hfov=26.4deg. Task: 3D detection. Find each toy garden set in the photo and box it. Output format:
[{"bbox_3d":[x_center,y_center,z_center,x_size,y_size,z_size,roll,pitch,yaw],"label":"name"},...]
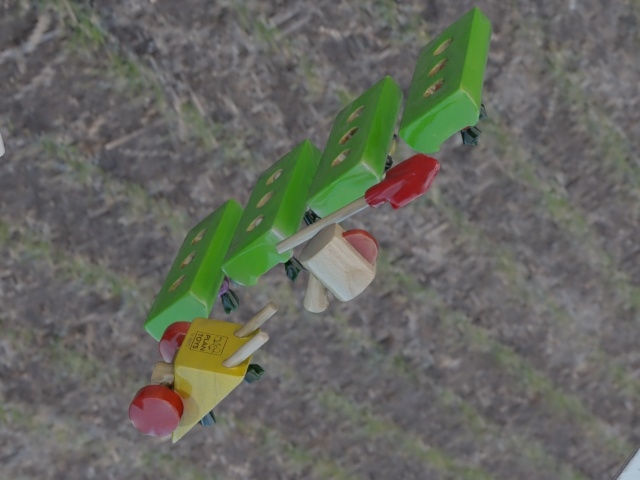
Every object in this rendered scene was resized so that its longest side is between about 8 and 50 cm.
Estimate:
[{"bbox_3d":[0.000,0.000,0.749,0.244,0.203,0.049,-36,109,28],"label":"toy garden set"}]

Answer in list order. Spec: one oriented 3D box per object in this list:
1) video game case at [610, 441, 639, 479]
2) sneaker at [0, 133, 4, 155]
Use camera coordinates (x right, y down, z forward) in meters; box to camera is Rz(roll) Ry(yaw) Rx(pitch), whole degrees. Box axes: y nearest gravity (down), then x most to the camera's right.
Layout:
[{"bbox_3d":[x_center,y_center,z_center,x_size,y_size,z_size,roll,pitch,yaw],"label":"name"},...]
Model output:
[{"bbox_3d":[0.373,0.202,1.092,0.042,0.232,0.210,-37,158,-55],"label":"video game case"},{"bbox_3d":[-0.240,-0.081,0.808,0.090,0.235,0.094,2,104,-8],"label":"sneaker"}]
